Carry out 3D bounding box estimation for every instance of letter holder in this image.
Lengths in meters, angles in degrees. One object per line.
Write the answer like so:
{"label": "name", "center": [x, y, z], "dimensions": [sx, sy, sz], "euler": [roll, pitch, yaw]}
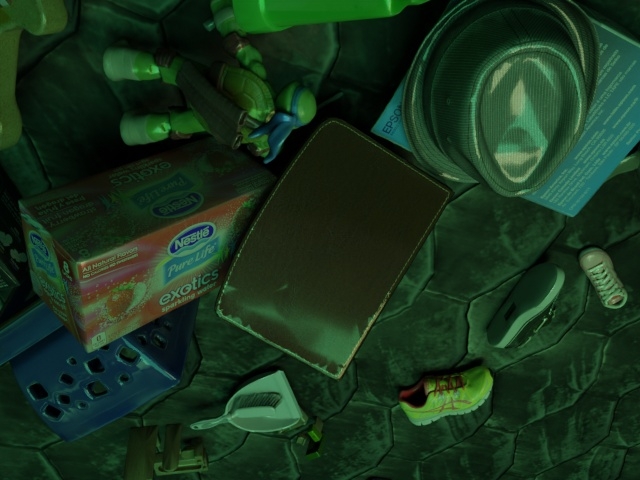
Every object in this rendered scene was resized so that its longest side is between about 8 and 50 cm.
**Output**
{"label": "letter holder", "center": [0.000, 0.000, 0.906], "dimensions": [0.214, 0.152, 0.302], "euler": [30, 93, -14]}

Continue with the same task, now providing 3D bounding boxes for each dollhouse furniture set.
{"label": "dollhouse furniture set", "center": [-0.317, 0.482, 1.352], "dimensions": [0.144, 0.123, 0.151], "euler": [-5, 130, -3]}
{"label": "dollhouse furniture set", "center": [-0.044, 0.393, 1.379], "dimensions": [0.076, 0.058, 0.152], "euler": [-27, 109, 24]}

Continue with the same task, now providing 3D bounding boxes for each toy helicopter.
{"label": "toy helicopter", "center": [-0.370, -0.263, 0.703], "dimensions": [0.235, 0.140, 0.355], "euler": [32, 124, 16]}

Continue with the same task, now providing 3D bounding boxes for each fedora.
{"label": "fedora", "center": [0.223, -0.149, 0.757], "dimensions": [0.243, 0.124, 0.275], "euler": [-4, 129, -2]}

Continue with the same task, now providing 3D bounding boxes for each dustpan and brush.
{"label": "dustpan and brush", "center": [-0.158, 0.341, 1.292], "dimensions": [0.211, 0.060, 0.147], "euler": [-11, 122, 14]}

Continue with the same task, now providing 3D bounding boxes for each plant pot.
{"label": "plant pot", "center": [-0.350, 0.125, 0.991], "dimensions": [0.236, 0.236, 0.212], "euler": [-31, 119, 18]}

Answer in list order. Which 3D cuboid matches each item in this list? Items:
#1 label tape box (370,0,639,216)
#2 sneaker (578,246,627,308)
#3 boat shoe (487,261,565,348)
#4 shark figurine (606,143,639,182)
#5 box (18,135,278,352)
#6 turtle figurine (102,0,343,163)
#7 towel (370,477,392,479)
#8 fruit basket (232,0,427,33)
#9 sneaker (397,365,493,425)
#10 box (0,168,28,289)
{"label": "label tape box", "center": [0.270, -0.203, 0.871], "dimensions": [0.347, 0.115, 0.249], "euler": [19, 124, -18]}
{"label": "sneaker", "center": [0.509, 0.071, 1.152], "dimensions": [0.051, 0.070, 0.134], "euler": [-30, 126, 19]}
{"label": "boat shoe", "center": [0.387, 0.122, 1.180], "dimensions": [0.070, 0.078, 0.219], "euler": [12, 135, -15]}
{"label": "shark figurine", "center": [0.526, -0.085, 0.946], "dimensions": [0.166, 0.116, 0.278], "euler": [-44, 144, 22]}
{"label": "box", "center": [-0.212, -0.010, 0.850], "dimensions": [0.300, 0.142, 0.154], "euler": [-27, 141, -38]}
{"label": "turtle figurine", "center": [-0.115, -0.202, 0.828], "dimensions": [0.266, 0.275, 0.198], "euler": [4, 155, 15]}
{"label": "towel", "center": [0.126, 0.625, 1.589], "dimensions": [0.067, 0.029, 0.119], "euler": [16, 126, -20]}
{"label": "fruit basket", "center": [-0.038, -0.402, 0.615], "dimensions": [0.283, 0.392, 0.392], "euler": [-35, 143, -37]}
{"label": "sneaker", "center": [0.249, 0.306, 1.308], "dimensions": [0.208, 0.081, 0.094], "euler": [-32, 124, 19]}
{"label": "box", "center": [-0.557, -0.006, 0.907], "dimensions": [0.247, 0.142, 0.163], "euler": [-14, 131, 6]}
